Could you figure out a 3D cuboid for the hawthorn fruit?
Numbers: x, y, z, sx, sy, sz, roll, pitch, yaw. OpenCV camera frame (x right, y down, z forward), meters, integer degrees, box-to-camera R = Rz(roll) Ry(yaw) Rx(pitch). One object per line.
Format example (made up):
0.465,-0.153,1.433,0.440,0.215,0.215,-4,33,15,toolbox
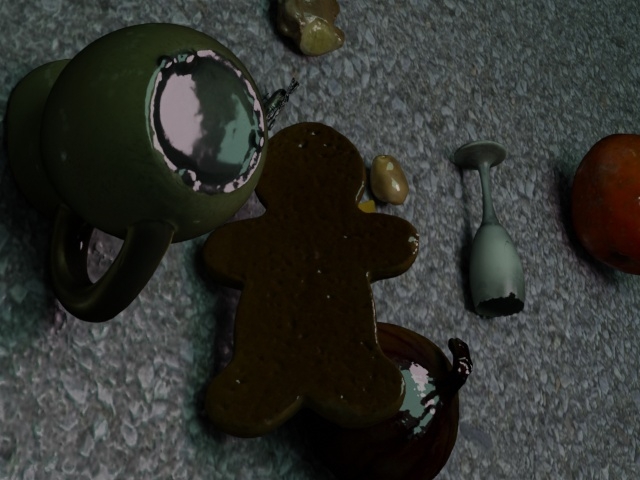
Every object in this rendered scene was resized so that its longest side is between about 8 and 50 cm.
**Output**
0.639,-0.073,2.297,0.284,0.284,0.284,28,49,-38,hawthorn fruit

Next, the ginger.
-0.028,-0.404,1.849,0.137,0.074,0.213,7,58,-48,ginger

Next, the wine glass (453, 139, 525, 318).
0.368,-0.003,2.026,0.264,0.096,0.309,13,58,-28,wine glass

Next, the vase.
-0.227,-0.070,1.272,0.241,0.302,0.329,23,70,-41,vase

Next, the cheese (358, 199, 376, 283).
0.000,0.000,1.620,0.171,0.093,0.126,12,61,-45,cheese

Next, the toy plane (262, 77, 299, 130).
-0.074,-0.192,1.685,0.031,0.049,0.120,47,57,-20,toy plane

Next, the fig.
0.085,0.218,1.510,0.235,0.214,0.235,0,90,-35,fig

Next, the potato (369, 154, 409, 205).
0.111,-0.097,1.838,0.068,0.062,0.083,-58,144,-80,potato

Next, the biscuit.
-0.011,0.043,1.470,0.064,0.283,0.432,80,7,-63,biscuit
